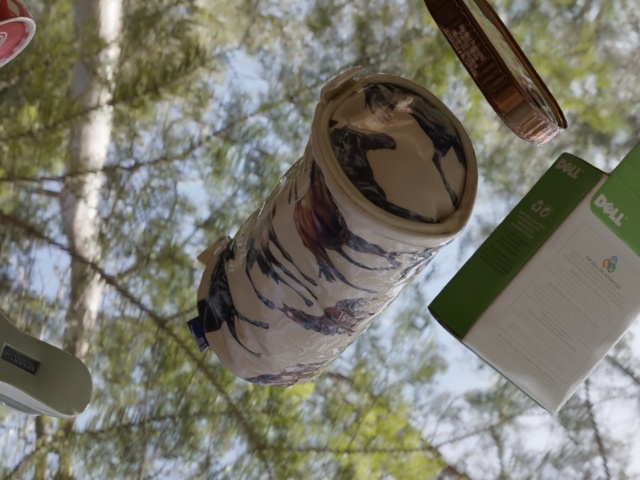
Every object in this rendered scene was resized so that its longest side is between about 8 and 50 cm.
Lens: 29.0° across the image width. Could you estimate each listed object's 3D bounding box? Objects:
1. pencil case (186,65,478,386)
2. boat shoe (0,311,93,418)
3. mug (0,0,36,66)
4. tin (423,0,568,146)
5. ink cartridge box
[{"bbox_3d":[0.000,0.000,1.179,0.183,0.410,0.160,38,-124,-1],"label":"pencil case"},{"bbox_3d":[-0.313,0.102,1.123,0.227,0.081,0.079,39,-130,-34],"label":"boat shoe"},{"bbox_3d":[-0.343,-0.228,1.116,0.113,0.150,0.169,-32,-99,-32],"label":"mug"},{"bbox_3d":[0.156,-0.165,1.116,0.106,0.040,0.190,6,-130,-56],"label":"tin"},{"bbox_3d":[0.190,0.011,0.893,0.109,0.209,0.062,39,-176,-28],"label":"ink cartridge box"}]
